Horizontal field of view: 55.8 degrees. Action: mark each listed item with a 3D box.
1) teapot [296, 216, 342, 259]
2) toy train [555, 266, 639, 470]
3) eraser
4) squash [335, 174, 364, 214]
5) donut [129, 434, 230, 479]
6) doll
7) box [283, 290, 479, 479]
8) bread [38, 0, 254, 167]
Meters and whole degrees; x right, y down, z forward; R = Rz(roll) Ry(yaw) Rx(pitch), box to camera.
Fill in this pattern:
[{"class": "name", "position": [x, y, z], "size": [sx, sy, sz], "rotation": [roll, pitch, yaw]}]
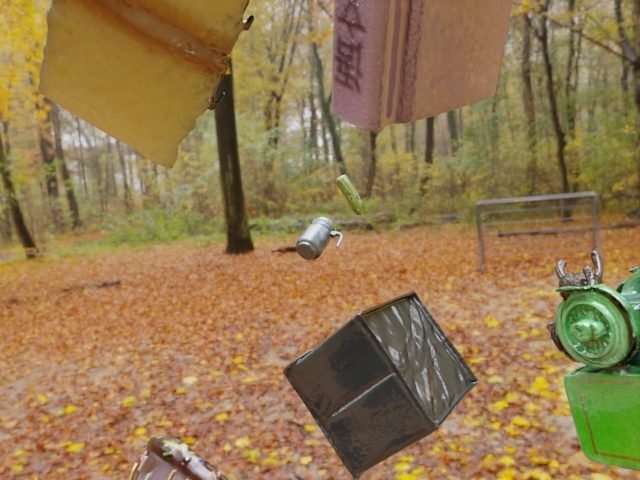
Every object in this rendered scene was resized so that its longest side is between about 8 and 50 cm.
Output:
[{"class": "teapot", "position": [-0.002, -0.004, 1.081], "size": [0.064, 0.049, 0.083], "rotation": [0, 36, 33]}, {"class": "toy train", "position": [0.328, 0.112, 0.533], "size": [0.132, 0.188, 0.243], "rotation": [-12, -5, -30]}, {"class": "eraser", "position": [0.147, -0.354, 0.813], "size": [0.272, 0.359, 0.122], "rotation": [-20, 40, -31]}, {"class": "squash", "position": [0.060, -0.086, 1.171], "size": [0.027, 0.083, 0.027], "rotation": [-30, -10, -6]}, {"class": "donut", "position": [-0.158, 0.352, 0.790], "size": [0.230, 0.216, 0.096], "rotation": [5, 48, 51]}, {"class": "doll", "position": [0.317, 0.090, 0.740], "size": [0.057, 0.139, 0.165], "rotation": [6, 23, 14]}, {"class": "box", "position": [0.140, 0.277, 1.240], "size": [0.204, 0.251, 0.345], "rotation": [-40, -14, 23]}, {"class": "bread", "position": [-0.116, -0.189, 0.438], "size": [0.142, 0.178, 0.266], "rotation": [-11, -30, -38]}]
